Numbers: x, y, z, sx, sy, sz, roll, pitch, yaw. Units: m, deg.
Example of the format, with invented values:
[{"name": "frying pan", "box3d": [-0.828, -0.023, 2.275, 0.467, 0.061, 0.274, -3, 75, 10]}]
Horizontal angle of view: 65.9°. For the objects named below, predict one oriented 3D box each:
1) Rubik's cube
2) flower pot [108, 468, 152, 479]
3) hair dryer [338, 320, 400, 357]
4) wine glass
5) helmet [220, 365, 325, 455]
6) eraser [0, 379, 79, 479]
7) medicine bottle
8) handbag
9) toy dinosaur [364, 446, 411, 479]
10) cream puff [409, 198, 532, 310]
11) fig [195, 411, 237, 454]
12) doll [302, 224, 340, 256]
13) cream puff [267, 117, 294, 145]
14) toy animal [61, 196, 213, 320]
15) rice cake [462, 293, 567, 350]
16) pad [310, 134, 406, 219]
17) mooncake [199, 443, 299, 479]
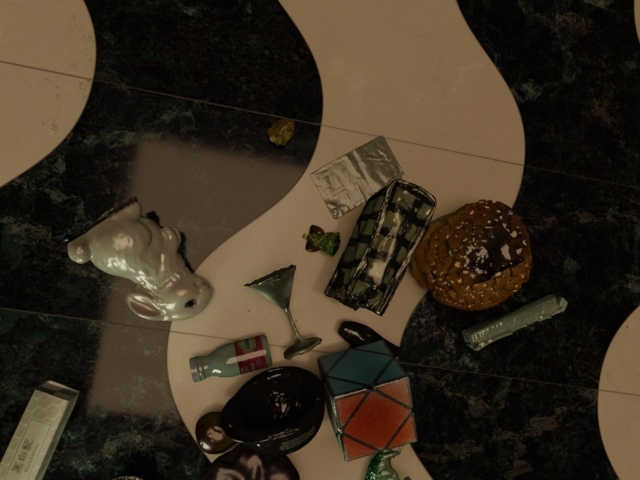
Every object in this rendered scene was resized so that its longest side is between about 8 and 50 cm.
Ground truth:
[{"name": "Rubik's cube", "box3d": [0.121, 0.420, 1.320, 0.205, 0.205, 0.208, -15, 108, -8]}, {"name": "flower pot", "box3d": [-0.501, 0.674, 1.285, 0.157, 0.107, 0.158, 1, 85, -11]}, {"name": "hair dryer", "box3d": [0.107, 0.355, 1.433, 0.195, 0.075, 0.219, 28, 92, -15]}, {"name": "wine glass", "box3d": [-0.092, 0.198, 1.368, 0.156, 0.156, 0.233, -22, 93, -9]}, {"name": "helmet", "box3d": [-0.111, 0.469, 1.298, 0.278, 0.230, 0.161, -25, 124, -23]}, {"name": "eraser", "box3d": [-0.757, 0.572, 1.260, 0.098, 0.096, 0.404, 22, 82, -7]}, {"name": "medicine bottle", "box3d": [-0.245, 0.328, 1.357, 0.216, 0.090, 0.091, -13, 88, -9]}, {"name": "handbag", "box3d": [0.149, 0.027, 1.321, 0.162, 0.325, 0.327, 29, 82, -3]}, {"name": "toy dinosaur", "box3d": [0.180, 0.709, 1.402, 0.129, 0.076, 0.384, 16, 80, 0]}, {"name": "cream puff", "box3d": [0.436, 0.039, 1.413, 0.342, 0.231, 0.328, 14, 87, -7]}, {"name": "fig", "box3d": [-0.259, 0.512, 1.337, 0.154, 0.103, 0.110, -17, 109, -10]}, {"name": "doll", "box3d": [0.003, 0.001, 1.427, 0.112, 0.076, 0.078, 14, 92, -6]}, {"name": "cream puff", "box3d": [-0.111, -0.319, 1.449, 0.058, 0.083, 0.084, 36, 64, -48]}, {"name": "toy animal", "box3d": [-0.461, 0.076, 1.309, 0.257, 0.194, 0.358, -37, 100, -19]}, {"name": "rice cake", "box3d": [0.594, 0.242, 1.502, 0.336, 0.066, 0.063, -22, 98, -9]}, {"name": "pad", "box3d": [0.117, -0.194, 1.494, 0.264, 0.009, 0.160, -30, 90, -10]}, {"name": "mooncake", "box3d": [-0.182, 0.675, 1.286, 0.282, 0.141, 0.283, 3, 70, -7]}]
